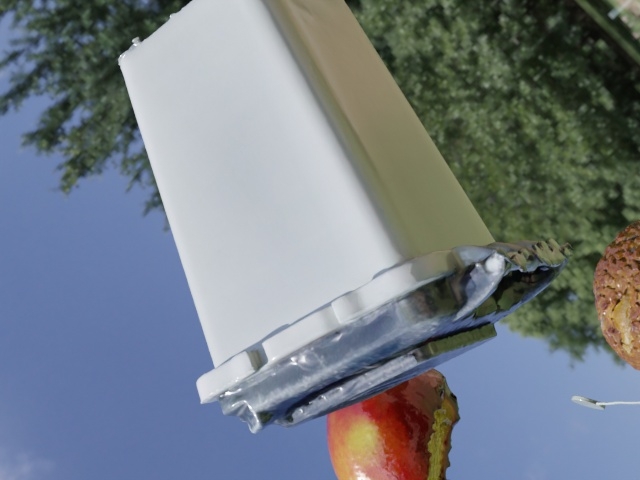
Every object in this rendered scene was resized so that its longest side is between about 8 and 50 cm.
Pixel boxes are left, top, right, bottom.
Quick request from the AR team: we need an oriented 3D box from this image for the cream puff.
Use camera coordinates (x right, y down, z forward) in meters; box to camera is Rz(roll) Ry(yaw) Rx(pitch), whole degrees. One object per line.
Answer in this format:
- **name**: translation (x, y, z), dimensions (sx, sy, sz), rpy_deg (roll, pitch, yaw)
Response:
- **cream puff**: translation (0.595, 0.101, 1.650), dimensions (0.303, 0.212, 0.303), rpy_deg (-6, -90, -83)

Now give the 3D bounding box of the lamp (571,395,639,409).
- **lamp**: translation (0.427, 0.218, 1.323), dimensions (0.050, 0.056, 0.198), rpy_deg (19, 166, -14)

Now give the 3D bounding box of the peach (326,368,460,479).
- **peach**: translation (0.116, 0.280, 1.279), dimensions (0.196, 0.190, 0.226), rpy_deg (-16, -123, -31)

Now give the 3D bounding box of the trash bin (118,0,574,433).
- **trash bin**: translation (0.008, -0.051, 0.820), dimensions (0.256, 0.296, 0.367), rpy_deg (-3, -115, -58)
